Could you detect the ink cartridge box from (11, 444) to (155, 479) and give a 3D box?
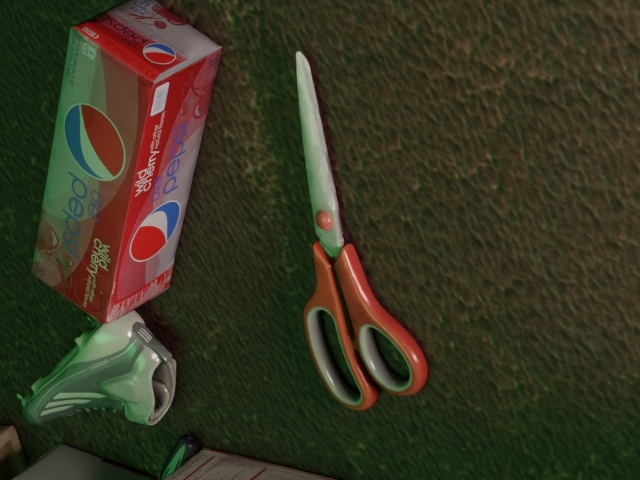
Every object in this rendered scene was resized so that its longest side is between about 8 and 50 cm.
[{"bbox_3d":[-0.212,0.298,1.731,0.127,0.072,0.175,13,123,35],"label":"ink cartridge box"}]

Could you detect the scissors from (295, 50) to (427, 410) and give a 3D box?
[{"bbox_3d":[0.000,0.000,1.391,0.109,0.021,0.297,-5,113,45],"label":"scissors"}]

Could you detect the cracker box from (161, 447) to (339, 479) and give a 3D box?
[{"bbox_3d":[-0.021,0.277,1.551,0.232,0.067,0.155,8,120,39],"label":"cracker box"}]

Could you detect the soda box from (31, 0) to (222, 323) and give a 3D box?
[{"bbox_3d":[-0.159,-0.060,1.450,0.092,0.083,0.263,35,133,20],"label":"soda box"}]

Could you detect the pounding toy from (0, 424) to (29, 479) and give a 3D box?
[{"bbox_3d":[-0.354,0.240,1.795,0.100,0.130,0.141,-5,113,30],"label":"pounding toy"}]

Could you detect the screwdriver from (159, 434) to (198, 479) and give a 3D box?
[{"bbox_3d":[-0.151,0.247,1.635,0.024,0.025,0.170,31,106,14],"label":"screwdriver"}]

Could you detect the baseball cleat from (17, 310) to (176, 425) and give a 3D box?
[{"bbox_3d":[-0.197,0.137,1.620,0.109,0.072,0.206,45,141,1],"label":"baseball cleat"}]
